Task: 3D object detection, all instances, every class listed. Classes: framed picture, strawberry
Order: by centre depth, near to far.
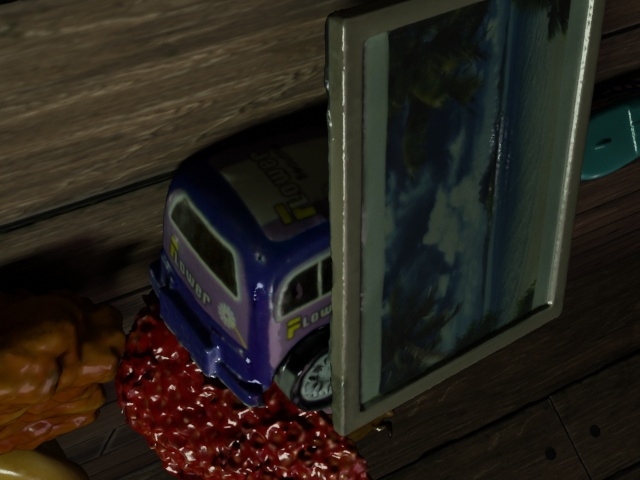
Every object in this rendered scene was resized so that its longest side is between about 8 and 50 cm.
[{"bbox_3d":[0.097,-0.032,0.704,0.232,0.024,0.314,-24,131,-29],"label":"framed picture"},{"bbox_3d":[-0.088,0.145,0.857,0.106,0.286,0.188,-39,131,-21],"label":"strawberry"}]

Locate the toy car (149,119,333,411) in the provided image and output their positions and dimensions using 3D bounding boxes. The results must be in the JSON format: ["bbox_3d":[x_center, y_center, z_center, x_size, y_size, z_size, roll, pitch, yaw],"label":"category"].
[{"bbox_3d":[0.000,0.000,0.771,0.235,0.172,0.158,-22,139,-27],"label":"toy car"}]

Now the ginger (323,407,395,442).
[{"bbox_3d":[0.017,0.101,1.089,0.176,0.254,0.418,9,175,8],"label":"ginger"}]

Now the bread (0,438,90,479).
[{"bbox_3d":[-0.417,0.339,1.258,0.270,0.211,0.316,-20,169,-28],"label":"bread"}]

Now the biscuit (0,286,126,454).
[{"bbox_3d":[-0.318,0.131,0.828,0.312,0.110,0.318,-17,165,-25],"label":"biscuit"}]

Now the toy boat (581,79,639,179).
[{"bbox_3d":[0.295,-0.125,1.091,0.175,0.091,0.110,-24,-158,-20],"label":"toy boat"}]
